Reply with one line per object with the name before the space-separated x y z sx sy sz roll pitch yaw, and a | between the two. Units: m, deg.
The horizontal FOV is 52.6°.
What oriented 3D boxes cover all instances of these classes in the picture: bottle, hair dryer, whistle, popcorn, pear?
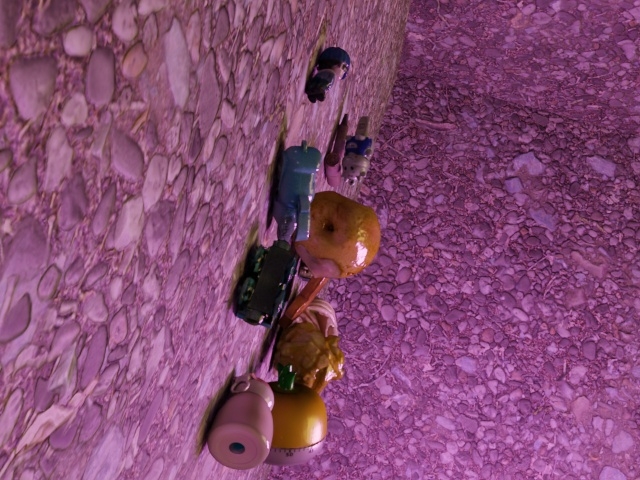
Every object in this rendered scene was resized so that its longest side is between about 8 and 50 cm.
bottle | -0.181 0.426 1.587 0.236 0.148 0.147 -79 -178 -64
hair dryer | 0.059 -0.315 2.212 0.195 0.054 0.220 82 19 -73
whistle | -0.061 -0.106 1.454 0.186 0.093 0.274 -106 -156 -47
popcorn | -0.038 0.368 2.058 0.195 0.255 0.256 -58 -146 13
pear | 0.042 -0.022 1.837 0.271 0.271 0.271 16 90 -84
whistle | 0.124 -0.297 2.138 0.092 0.110 0.244 23 75 -47

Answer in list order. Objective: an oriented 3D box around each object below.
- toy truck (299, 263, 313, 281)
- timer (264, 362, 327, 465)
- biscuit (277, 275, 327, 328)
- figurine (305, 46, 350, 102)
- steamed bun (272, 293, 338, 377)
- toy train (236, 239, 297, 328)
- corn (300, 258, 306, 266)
toy truck | -0.025 0.067 2.314 0.100 0.077 0.169 81 26 -43
timer | -0.106 0.481 1.879 0.285 0.285 0.285 16 90 -84
biscuit | -0.020 0.146 2.086 0.355 0.052 0.275 -53 179 37
figurine | 0.014 -0.385 1.508 0.087 0.086 0.149 54 53 -29
steamed bun | -0.036 0.351 2.324 0.289 0.203 0.276 -67 175 -57
toy train | -0.119 0.098 1.434 0.154 0.107 0.197 112 -3 -72
corn | 0.000 0.000 2.257 0.097 0.097 0.261 100 12 -45
